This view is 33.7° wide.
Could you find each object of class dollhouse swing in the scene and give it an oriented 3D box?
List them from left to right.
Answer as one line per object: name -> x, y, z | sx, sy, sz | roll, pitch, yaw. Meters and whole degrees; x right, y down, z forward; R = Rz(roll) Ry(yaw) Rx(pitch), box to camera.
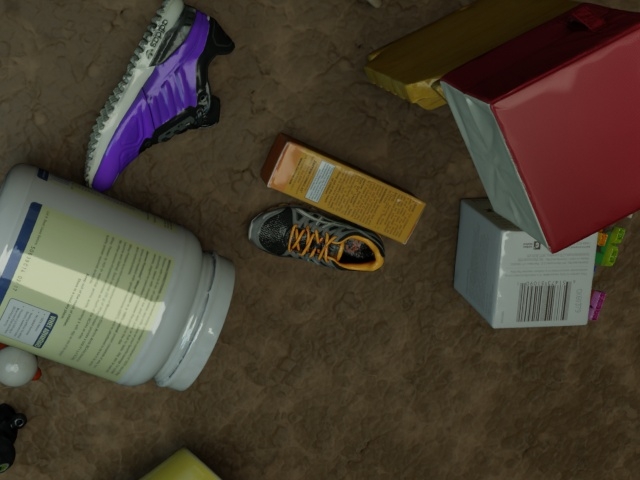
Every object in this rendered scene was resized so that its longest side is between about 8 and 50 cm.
dollhouse swing -> 0.281, -0.159, 1.442 | 0.315, 0.347, 0.305 | -27, 110, -4

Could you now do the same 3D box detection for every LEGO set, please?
LEGO set -> 0.412, 0.002, 1.665 | 0.087, 0.093, 0.227 | 10, 100, -47

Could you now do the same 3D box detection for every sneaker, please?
sneaker -> -0.213, -0.178, 1.454 | 0.146, 0.102, 0.293 | 27, 98, -19
sneaker -> 0.000, 0.000, 1.565 | 0.215, 0.083, 0.084 | 8, 105, -13

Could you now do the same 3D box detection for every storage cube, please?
storage cube -> 0.271, -0.131, 1.165 | 0.193, 0.183, 0.215 | -28, 110, -2

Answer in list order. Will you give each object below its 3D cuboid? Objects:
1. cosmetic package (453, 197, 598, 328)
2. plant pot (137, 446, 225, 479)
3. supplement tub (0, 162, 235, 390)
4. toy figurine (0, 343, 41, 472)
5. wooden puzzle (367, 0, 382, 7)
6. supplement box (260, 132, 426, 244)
cosmetic package -> 0.303, 0.029, 1.587 | 0.151, 0.183, 0.151 | -1, 107, -12
plant pot -> -0.222, 0.448, 1.571 | 0.239, 0.254, 0.254 | -48, 111, -12
supplement tub -> -0.304, 0.058, 1.432 | 0.325, 0.235, 0.235 | 23, 100, -18
toy figurine -> -0.505, 0.207, 1.475 | 0.210, 0.148, 0.213 | 15, 102, -16
wooden puzzle -> 0.087, -0.514, 1.364 | 0.347, 0.080, 0.322 | -58, 154, 4
supplement box -> 0.034, -0.075, 1.553 | 0.233, 0.078, 0.080 | 21, 100, -17
